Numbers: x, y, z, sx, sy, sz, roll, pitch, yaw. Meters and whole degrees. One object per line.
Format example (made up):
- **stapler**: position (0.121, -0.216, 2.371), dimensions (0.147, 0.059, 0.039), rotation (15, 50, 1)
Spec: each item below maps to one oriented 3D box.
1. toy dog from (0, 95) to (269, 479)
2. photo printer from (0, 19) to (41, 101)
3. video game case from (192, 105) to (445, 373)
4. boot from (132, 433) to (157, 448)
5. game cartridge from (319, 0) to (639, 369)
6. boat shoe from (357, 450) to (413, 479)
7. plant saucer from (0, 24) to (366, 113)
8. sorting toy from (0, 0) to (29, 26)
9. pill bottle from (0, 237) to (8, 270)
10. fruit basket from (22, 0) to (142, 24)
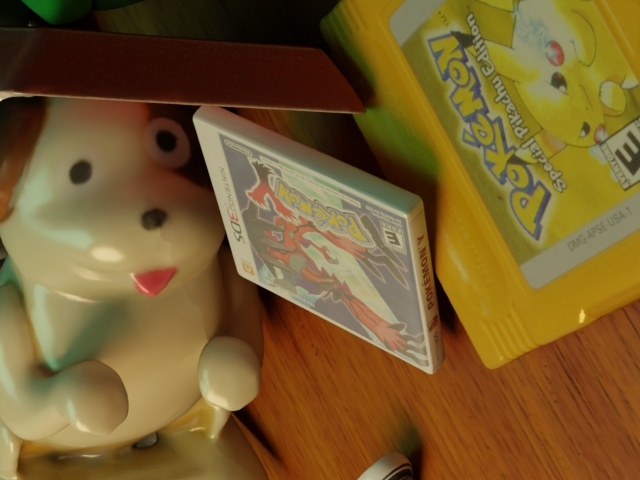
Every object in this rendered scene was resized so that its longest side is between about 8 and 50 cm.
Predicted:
- **toy dog**: position (-0.182, 0.037, 1.322), dimensions (0.395, 0.284, 0.408), rotation (-106, 19, -44)
- **photo printer**: position (-0.379, -0.214, 1.435), dimensions (0.307, 0.107, 0.256), rotation (37, 174, -32)
- **video game case**: position (0.000, 0.000, 1.089), dimensions (0.201, 0.023, 0.183), rotation (25, 148, 30)
- **boot**: position (-0.225, 0.136, 1.602), dimensions (0.229, 0.091, 0.263), rotation (20, 130, 44)
- **game cartridge**: position (0.131, -0.085, 0.918), dimensions (0.285, 0.052, 0.323), rotation (62, 148, 7)
- **boat shoe**: position (0.067, 0.256, 1.238), dimensions (0.083, 0.065, 0.183), rotation (46, 150, 29)
- **plant saucer**: position (-0.131, -0.130, 1.075), dimensions (0.258, 0.259, 0.048), rotation (-160, 73, -65)
- **sorting toy**: position (-0.280, -0.260, 1.247), dimensions (0.127, 0.365, 0.126), rotation (32, 121, -11)
- **pill bottle**: position (-0.382, 0.071, 1.759), dimensions (0.180, 0.108, 0.108), rotation (55, 147, 18)
- **fruit basket**: position (-0.216, -0.382, 1.029), dimensions (0.392, 0.283, 0.392), rotation (34, 136, 41)
